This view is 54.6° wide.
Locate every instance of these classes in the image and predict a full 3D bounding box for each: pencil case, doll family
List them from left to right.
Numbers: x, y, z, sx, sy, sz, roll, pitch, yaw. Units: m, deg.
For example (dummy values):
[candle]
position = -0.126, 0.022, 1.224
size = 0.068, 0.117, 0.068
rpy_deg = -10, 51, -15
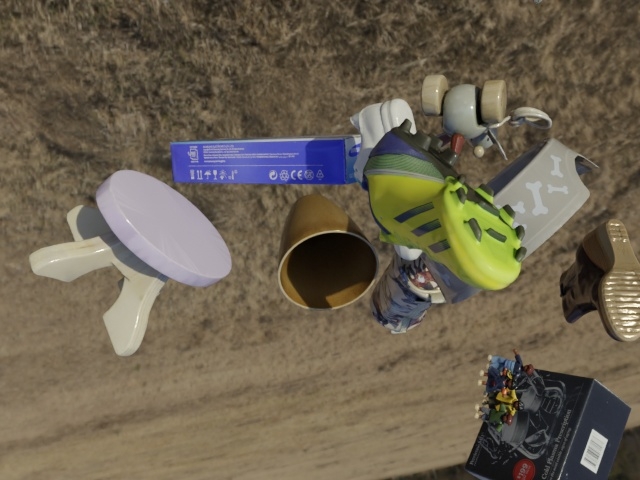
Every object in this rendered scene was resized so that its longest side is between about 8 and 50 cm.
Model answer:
[pencil case]
position = 0.234, 0.120, 1.579
size = 0.160, 0.183, 0.410
rpy_deg = 8, 158, -2
[doll family]
position = 0.439, 0.353, 1.470
size = 0.111, 0.192, 0.076
rpy_deg = 0, 172, 45

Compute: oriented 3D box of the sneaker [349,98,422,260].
[sneaker]
position = 0.089, -0.077, 0.834
size = 0.094, 0.212, 0.080
rpy_deg = -7, -176, 33

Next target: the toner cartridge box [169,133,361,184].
[toner cartridge box]
position = -0.073, -0.142, 1.070
size = 0.348, 0.075, 0.165
rpy_deg = 4, -166, 29

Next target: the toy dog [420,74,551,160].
[toy dog]
position = 0.316, -0.222, 1.290
size = 0.220, 0.160, 0.334
rpy_deg = 9, 176, 44

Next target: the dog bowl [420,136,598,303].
[dog bowl]
position = 0.319, -0.042, 1.094
size = 0.349, 0.102, 0.349
rpy_deg = -42, 178, -2

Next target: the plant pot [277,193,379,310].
[plant pot]
position = 0.000, 0.000, 1.526
size = 0.237, 0.254, 0.237
rpy_deg = -5, 128, -7

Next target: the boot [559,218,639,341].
[boot]
position = 0.506, 0.106, 1.126
size = 0.090, 0.248, 0.206
rpy_deg = 10, 145, 1

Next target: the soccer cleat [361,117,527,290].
[soccer cleat]
position = 0.115, -0.024, 0.648
size = 0.093, 0.289, 0.121
rpy_deg = 25, 114, -27

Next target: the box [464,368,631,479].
[box]
position = 0.619, 0.549, 1.711
size = 0.179, 0.343, 0.312
rpy_deg = 36, 161, -22

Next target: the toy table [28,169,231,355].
[toy table]
position = -0.268, 0.022, 0.907
size = 0.161, 0.252, 0.274
rpy_deg = -34, 145, 11

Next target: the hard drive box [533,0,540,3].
[hard drive box]
position = 0.239, -0.419, 0.812
size = 0.181, 0.232, 0.089
rpy_deg = 39, 117, -11
